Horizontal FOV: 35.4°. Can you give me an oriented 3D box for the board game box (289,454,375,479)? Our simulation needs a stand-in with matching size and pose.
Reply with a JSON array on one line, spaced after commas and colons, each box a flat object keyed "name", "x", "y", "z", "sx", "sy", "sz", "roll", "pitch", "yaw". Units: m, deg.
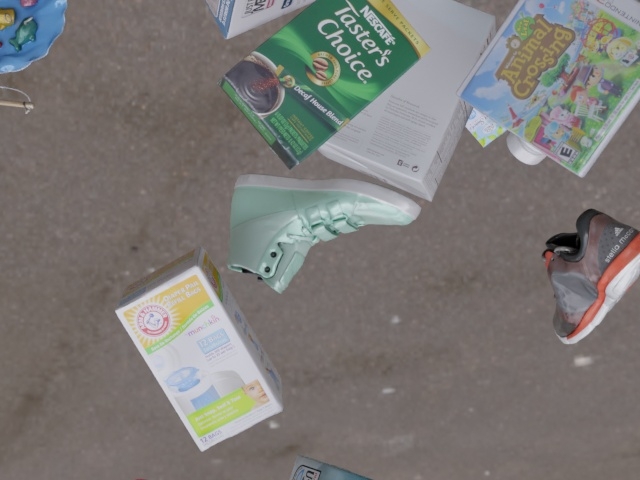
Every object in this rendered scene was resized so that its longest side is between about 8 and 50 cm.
[{"name": "board game box", "x": 0.055, "y": 0.374, "z": 1.005, "sx": 0.079, "sy": 0.253, "sz": 0.336, "roll": 26, "pitch": 166, "yaw": -31}]

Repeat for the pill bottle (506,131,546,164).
[{"name": "pill bottle", "x": 0.341, "y": -0.177, "z": 1.490, "sx": 0.078, "sy": 0.078, "sz": 0.137, "roll": 9, "pitch": 145, "yaw": -24}]

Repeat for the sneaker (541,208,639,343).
[{"name": "sneaker", "x": 0.190, "y": 0.021, "z": 0.721, "sx": 0.061, "sy": 0.065, "sz": 0.158, "roll": -43, "pitch": 164, "yaw": -22}]

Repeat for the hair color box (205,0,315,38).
[{"name": "hair color box", "x": 0.035, "y": -0.357, "z": 1.087, "sx": 0.347, "sy": 0.105, "sz": 0.174, "roll": -27, "pitch": 175, "yaw": -14}]

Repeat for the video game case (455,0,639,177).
[{"name": "video game case", "x": 0.304, "y": -0.217, "z": 1.235, "sx": 0.212, "sy": 0.193, "sz": 0.023, "roll": -56, "pitch": 162, "yaw": 9}]

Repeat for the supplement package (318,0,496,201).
[{"name": "supplement package", "x": 0.127, "y": -0.228, "z": 1.527, "sx": 0.199, "sy": 0.262, "sz": 0.198, "roll": 24, "pitch": 179, "yaw": 13}]

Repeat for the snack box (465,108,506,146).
[{"name": "snack box", "x": 0.257, "y": -0.293, "z": 1.839, "sx": 0.070, "sy": 0.174, "sz": 0.207, "roll": -36, "pitch": 108, "yaw": 22}]

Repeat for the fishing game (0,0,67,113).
[{"name": "fishing game", "x": -0.419, "y": -0.304, "z": 1.298, "sx": 0.189, "sy": 0.263, "sz": 0.041, "roll": 13, "pitch": 175, "yaw": 14}]

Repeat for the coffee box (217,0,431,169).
[{"name": "coffee box", "x": 0.005, "y": -0.168, "z": 0.966, "sx": 0.184, "sy": 0.113, "sz": 0.040, "roll": -41, "pitch": -175, "yaw": -16}]

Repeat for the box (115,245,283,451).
[{"name": "box", "x": -0.141, "y": 0.125, "z": 1.193, "sx": 0.114, "sy": 0.103, "sz": 0.203, "roll": -28, "pitch": 103, "yaw": 3}]

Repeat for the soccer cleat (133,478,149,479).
[{"name": "soccer cleat", "x": -0.161, "y": 0.299, "z": 0.815, "sx": 0.083, "sy": 0.248, "sz": 0.095, "roll": 5, "pitch": 112, "yaw": -3}]

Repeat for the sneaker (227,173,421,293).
[{"name": "sneaker", "x": 0.000, "y": 0.000, "z": 1.278, "sx": 0.256, "sy": 0.151, "sz": 0.094, "roll": 4, "pitch": 168, "yaw": 24}]
